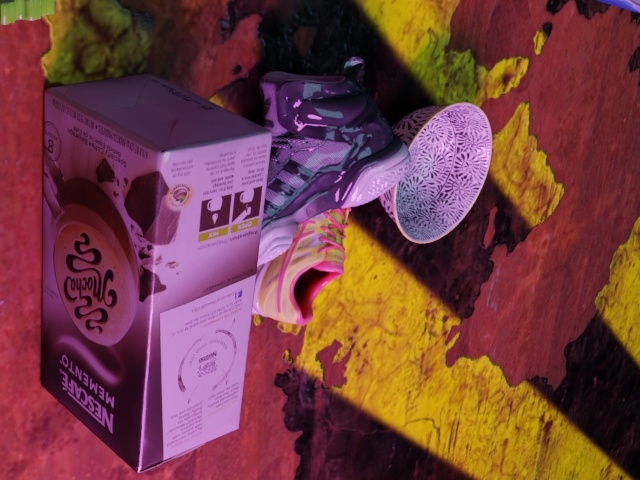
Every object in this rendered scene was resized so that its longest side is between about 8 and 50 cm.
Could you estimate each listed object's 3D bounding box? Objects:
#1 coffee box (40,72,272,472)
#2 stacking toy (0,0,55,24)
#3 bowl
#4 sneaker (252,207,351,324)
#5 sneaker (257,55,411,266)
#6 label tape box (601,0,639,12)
[{"bbox_3d":[-0.152,0.025,0.936,0.119,0.168,0.297,-17,124,-42],"label":"coffee box"},{"bbox_3d":[-0.281,-0.229,0.732,0.221,0.052,0.167,-19,128,-43],"label":"stacking toy"},{"bbox_3d":[0.115,-0.090,1.235,0.170,0.080,0.170,-28,132,-36],"label":"bowl"},{"bbox_3d":[0.000,0.000,1.151,0.081,0.094,0.208,23,93,-50],"label":"sneaker"},{"bbox_3d":[-0.050,-0.078,1.050,0.268,0.101,0.153,-29,113,-12],"label":"sneaker"},{"bbox_3d":[0.284,-0.428,1.077,0.115,0.249,0.348,6,108,-49],"label":"label tape box"}]
